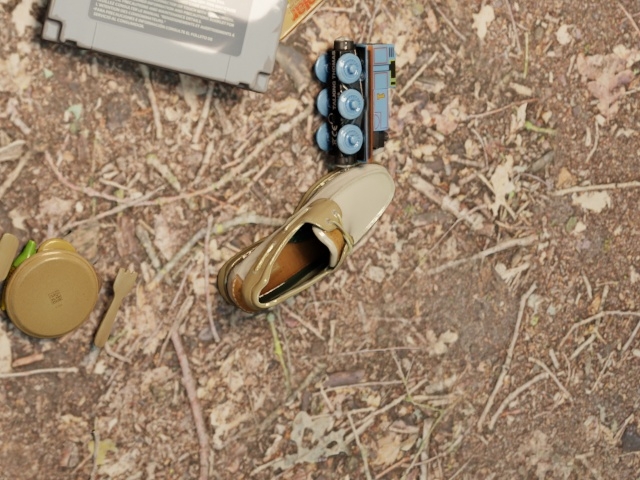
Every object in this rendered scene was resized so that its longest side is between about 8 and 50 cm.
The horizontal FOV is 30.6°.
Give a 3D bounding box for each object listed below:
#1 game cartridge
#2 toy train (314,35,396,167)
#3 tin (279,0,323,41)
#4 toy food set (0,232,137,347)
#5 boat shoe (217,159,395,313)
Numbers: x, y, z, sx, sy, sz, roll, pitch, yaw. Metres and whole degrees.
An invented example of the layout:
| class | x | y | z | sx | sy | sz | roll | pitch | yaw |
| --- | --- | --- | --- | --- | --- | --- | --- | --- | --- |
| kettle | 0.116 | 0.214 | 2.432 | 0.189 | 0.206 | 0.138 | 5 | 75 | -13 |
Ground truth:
| class | x | y | z | sx | sy | sz | roll | pitch | yaw |
| --- | --- | --- | --- | --- | --- | --- | --- | --- | --- |
| game cartridge | -0.189 | -0.316 | 1.490 | 0.297 | 0.062 | 0.198 | 12 | 89 | -19 |
| toy train | 0.052 | -0.196 | 1.649 | 0.105 | 0.080 | 0.184 | -9 | 103 | -32 |
| tin | -0.053 | -0.345 | 1.589 | 0.190 | 0.040 | 0.106 | -45 | 112 | -13 |
| toy food set | -0.347 | 0.063 | 1.513 | 0.192 | 0.038 | 0.132 | 21 | 96 | -35 |
| boat shoe | 0.000 | 0.000 | 1.640 | 0.302 | 0.103 | 0.113 | -42 | 116 | -15 |
